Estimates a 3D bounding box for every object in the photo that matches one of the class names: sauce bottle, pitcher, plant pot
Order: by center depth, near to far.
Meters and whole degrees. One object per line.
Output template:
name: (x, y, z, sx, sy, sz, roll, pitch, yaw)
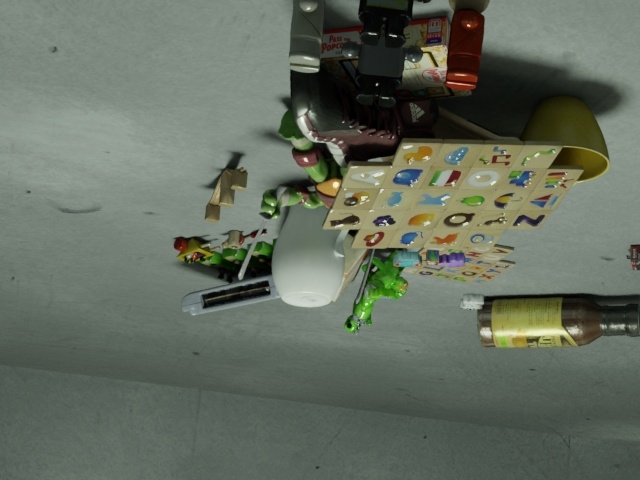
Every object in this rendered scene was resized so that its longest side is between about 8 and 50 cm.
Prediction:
plant pot: (0.346, -0.150, 1.707, 0.134, 0.095, 0.134, 5, 161, 2)
pitcher: (0.000, 0.000, 2.046, 0.178, 0.207, 0.125, -15, 153, 41)
sauce bottle: (0.514, 0.176, 2.573, 0.344, 0.111, 0.111, -3, 159, 22)

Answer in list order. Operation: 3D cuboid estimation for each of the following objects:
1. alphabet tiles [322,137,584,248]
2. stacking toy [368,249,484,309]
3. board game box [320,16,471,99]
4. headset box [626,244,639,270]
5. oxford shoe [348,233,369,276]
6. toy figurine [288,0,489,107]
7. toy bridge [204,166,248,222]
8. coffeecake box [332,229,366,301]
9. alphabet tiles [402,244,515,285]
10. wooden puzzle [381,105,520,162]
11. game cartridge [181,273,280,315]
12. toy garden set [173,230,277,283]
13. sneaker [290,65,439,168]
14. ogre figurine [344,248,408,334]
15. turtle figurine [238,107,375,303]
alphabet tiles: (0.186, -0.061, 1.701, 0.343, 0.011, 0.285, 0, 151, -14)
stacking toy: (0.195, 0.034, 2.157, 0.221, 0.167, 0.052, 3, 161, 1)
board game box: (0.093, -0.235, 1.598, 0.194, 0.045, 0.147, -2, 159, 20)
headset box: (0.623, 0.032, 2.258, 0.083, 0.032, 0.062, -2, 159, 19)
oxford shoe: (0.057, 0.043, 2.352, 0.076, 0.076, 0.212, 7, 159, -1)
toy figurine: (0.078, -0.263, 1.394, 0.213, 0.148, 0.209, 18, 162, -39)
toy bridge: (-0.159, -0.089, 2.039, 0.026, 0.063, 0.188, 11, 158, -18)
coffeecake box: (0.001, 0.025, 2.229, 0.142, 0.068, 0.185, 37, 162, 7)
alphabet tiles: (0.286, 0.043, 2.399, 0.198, 0.009, 0.237, 10, 160, -14)
wooden puzzle: (0.188, -0.137, 1.742, 0.239, 0.044, 0.221, 25, 161, 22)
game cartridge: (-0.121, 0.103, 2.491, 0.294, 0.060, 0.196, -13, 173, 33)
toy garden set: (-0.156, 0.034, 2.411, 0.244, 0.049, 0.204, -11, 156, 37)
sneaker: (0.068, -0.177, 1.572, 0.163, 0.106, 0.281, -7, 168, 17)
ogre figurine: (0.116, 0.091, 2.359, 0.197, 0.097, 0.118, -27, 157, -32)
turtle figurine: (0.012, -0.059, 1.833, 0.198, 0.275, 0.266, 32, 151, 32)
